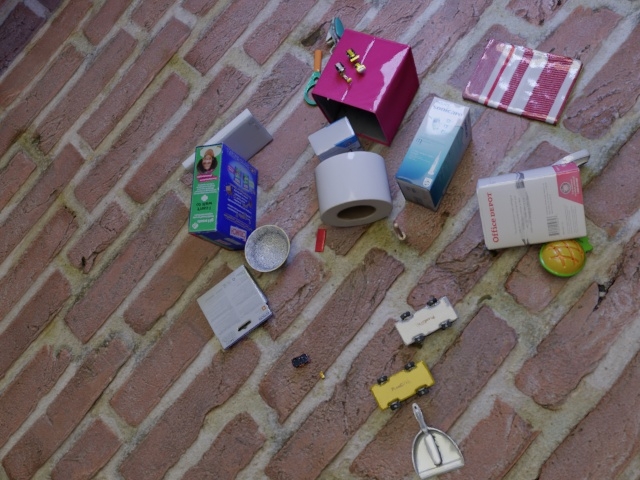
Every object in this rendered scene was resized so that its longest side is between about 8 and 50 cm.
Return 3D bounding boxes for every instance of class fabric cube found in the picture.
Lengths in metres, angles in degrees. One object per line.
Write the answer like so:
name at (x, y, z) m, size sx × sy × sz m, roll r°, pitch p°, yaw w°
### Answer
fabric cube at (0.162, -0.525, 1.861) m, size 0.258 × 0.254 × 0.258 m, roll 24°, pitch 84°, yaw 23°

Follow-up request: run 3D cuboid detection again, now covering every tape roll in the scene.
tape roll at (0.108, -0.165, 1.784) m, size 0.245 × 0.246 × 0.169 m, roll -13°, pitch 72°, yaw 15°

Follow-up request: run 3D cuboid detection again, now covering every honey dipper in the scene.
honey dipper at (0.255, -0.027, 1.739) m, size 0.030 × 0.160 × 0.031 m, roll -5°, pitch 72°, yaw 18°

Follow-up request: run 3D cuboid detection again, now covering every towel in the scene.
towel at (0.678, -0.540, 1.813) m, size 0.328 × 0.037 × 0.237 m, roll 24°, pitch 85°, yaw 23°

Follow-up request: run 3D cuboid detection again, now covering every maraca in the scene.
maraca at (0.732, 0.036, 1.602) m, size 0.127 × 0.099 × 0.185 m, roll 37°, pitch 63°, yaw 23°

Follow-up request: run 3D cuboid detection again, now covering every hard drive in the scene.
hard drive at (-0.340, -0.335, 2.002) m, size 0.307 × 0.203 × 0.040 m, roll -38°, pitch 66°, yaw 5°

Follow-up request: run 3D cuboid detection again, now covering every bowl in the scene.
bowl at (-0.176, 0.037, 1.909) m, size 0.169 × 0.080 × 0.170 m, roll -5°, pitch 73°, yaw 17°

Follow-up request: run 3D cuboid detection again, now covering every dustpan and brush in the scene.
dustpan and brush at (0.321, 0.588, 1.598) m, size 0.147 × 0.060 × 0.211 m, roll -24°, pitch 69°, yaw 11°

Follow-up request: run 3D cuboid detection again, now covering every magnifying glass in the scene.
magnifying glass at (-0.015, -0.627, 2.074) m, size 0.092 × 0.026 × 0.231 m, roll -1°, pitch 74°, yaw 18°

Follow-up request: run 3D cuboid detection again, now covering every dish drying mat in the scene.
dish drying mat at (0.000, 0.000, 1.901) m, size 0.032 × 0.008 × 0.084 m, roll 3°, pitch 77°, yaw 20°

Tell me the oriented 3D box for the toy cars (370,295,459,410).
toy cars at (0.292, 0.351, 1.667) m, size 0.176 × 0.087 × 0.394 m, roll 20°, pitch 79°, yaw 17°

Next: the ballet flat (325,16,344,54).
ballet flat at (0.065, -0.755, 2.063) m, size 0.079 × 0.076 × 0.222 m, roll -28°, pitch 67°, yaw 30°

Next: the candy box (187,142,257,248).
candy box at (-0.337, -0.144, 1.912) m, size 0.122 × 0.268 × 0.318 m, roll -6°, pitch 73°, yaw 20°

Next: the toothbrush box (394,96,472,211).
toothbrush box at (0.373, -0.274, 1.741) m, size 0.126 × 0.216 × 0.296 m, roll 25°, pitch 85°, yaw 23°

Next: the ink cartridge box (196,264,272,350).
ink cartridge box at (-0.301, 0.239, 1.913) m, size 0.223 × 0.045 × 0.224 m, roll -36°, pitch 68°, yaw 6°

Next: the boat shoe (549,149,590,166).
boat shoe at (0.727, -0.184, 1.674) m, size 0.258 × 0.095 × 0.084 m, roll -33°, pitch 72°, yaw 19°

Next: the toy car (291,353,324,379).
toy car at (-0.042, 0.429, 1.775) m, size 0.060 × 0.041 × 0.122 m, roll -37°, pitch 63°, yaw -18°

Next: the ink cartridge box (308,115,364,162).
ink cartridge box at (0.063, -0.323, 1.866) m, size 0.148 × 0.203 × 0.086 m, roll -28°, pitch 70°, yaw 10°

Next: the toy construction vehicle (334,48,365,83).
toy construction vehicle at (0.096, -0.563, 1.743) m, size 0.085 × 0.035 × 0.098 m, roll -35°, pitch 68°, yaw -5°

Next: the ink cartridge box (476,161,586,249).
ink cartridge box at (0.625, -0.103, 1.608) m, size 0.282 × 0.117 × 0.208 m, roll -9°, pitch 107°, yaw 19°
